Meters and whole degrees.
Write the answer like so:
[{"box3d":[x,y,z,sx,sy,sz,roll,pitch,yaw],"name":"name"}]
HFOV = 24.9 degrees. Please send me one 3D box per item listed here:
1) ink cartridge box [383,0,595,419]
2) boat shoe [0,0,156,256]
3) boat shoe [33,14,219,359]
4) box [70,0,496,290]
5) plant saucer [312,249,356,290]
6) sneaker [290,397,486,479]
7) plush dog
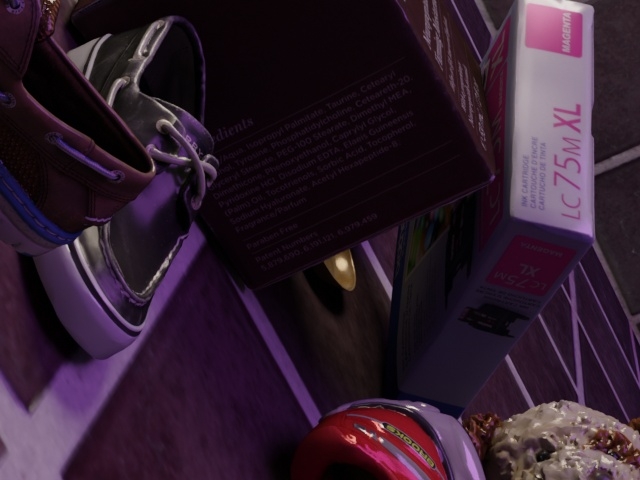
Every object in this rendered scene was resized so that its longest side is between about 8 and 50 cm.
[{"box3d":[0.104,0.001,0.995,0.311,0.065,0.186,111,-11,-55],"name":"ink cartridge box"},{"box3d":[-0.122,-0.078,0.507,0.183,0.066,0.066,55,18,-35],"name":"boat shoe"},{"box3d":[-0.089,-0.039,0.691,0.078,0.070,0.219,53,21,-38],"name":"boat shoe"},{"box3d":[-0.015,-0.116,0.868,0.203,0.167,0.168,58,17,-26],"name":"box"},{"box3d":[0.000,0.000,1.031,0.083,0.015,0.083,57,19,-31],"name":"plant saucer"},{"box3d":[0.052,0.222,0.779,0.118,0.107,0.279,-1,63,-53],"name":"sneaker"},{"box3d":[0.187,0.220,1.019,0.210,0.262,0.225,105,-15,-58],"name":"plush dog"}]
